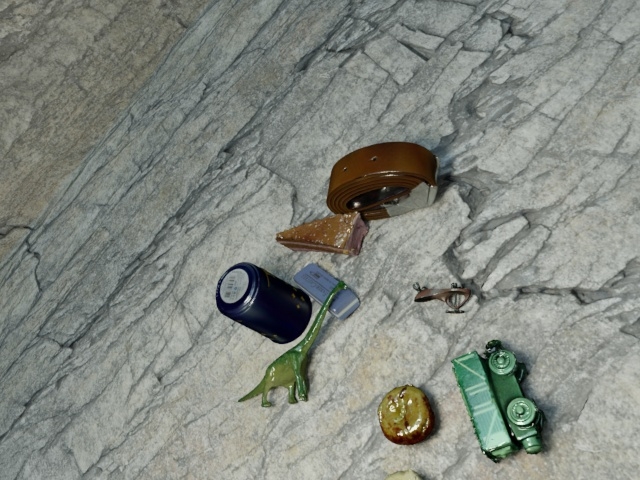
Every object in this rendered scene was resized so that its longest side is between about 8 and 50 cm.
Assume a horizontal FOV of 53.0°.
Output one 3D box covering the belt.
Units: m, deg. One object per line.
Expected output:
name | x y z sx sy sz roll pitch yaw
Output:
belt | 0.174 -0.160 1.823 0.338 0.217 0.122 -15 52 34

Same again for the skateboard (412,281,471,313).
skateboard | 0.313 0.149 1.657 0.151 0.067 0.080 -5 72 30

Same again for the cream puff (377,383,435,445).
cream puff | 0.213 0.426 1.559 0.149 0.084 0.149 -17 54 25

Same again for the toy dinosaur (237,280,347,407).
toy dinosaur | -0.094 0.308 1.823 0.447 0.087 0.301 -21 64 33

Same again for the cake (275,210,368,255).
cake | 0.000 0.000 1.925 0.295 0.116 0.113 -8 61 33

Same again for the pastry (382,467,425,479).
pastry | 0.193 0.607 1.471 0.165 0.088 0.166 -16 58 28

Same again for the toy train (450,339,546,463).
toy train | 0.400 0.354 1.440 0.154 0.115 0.270 -26 54 16

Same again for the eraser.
eraser | 0.015 0.146 1.872 0.082 0.036 0.225 -37 44 -18

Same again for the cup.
cup | -0.199 0.175 1.883 0.254 0.256 0.179 5 69 39
